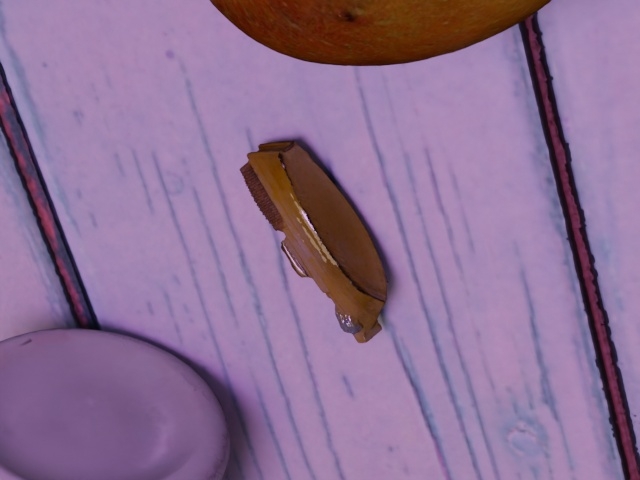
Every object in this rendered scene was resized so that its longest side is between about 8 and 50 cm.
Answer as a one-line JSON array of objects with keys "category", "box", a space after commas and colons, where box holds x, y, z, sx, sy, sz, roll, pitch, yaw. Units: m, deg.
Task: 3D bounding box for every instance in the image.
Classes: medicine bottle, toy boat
[{"category": "medicine bottle", "box": [-0.196, 0.268, 1.050, 0.211, 0.211, 0.371, 22, 123, 13]}, {"category": "toy boat", "box": [0.000, 0.000, 0.915, 0.049, 0.047, 0.149, -24, 102, 47]}]

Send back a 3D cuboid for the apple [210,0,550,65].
[{"category": "apple", "box": [0.042, -0.194, 0.707, 0.237, 0.207, 0.237, 21, 118, 48]}]
